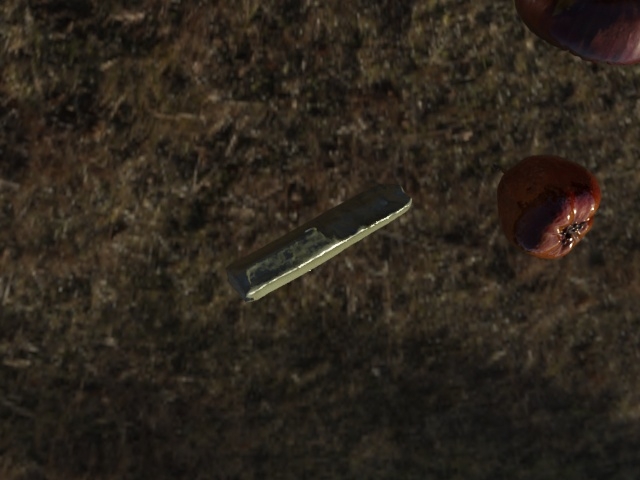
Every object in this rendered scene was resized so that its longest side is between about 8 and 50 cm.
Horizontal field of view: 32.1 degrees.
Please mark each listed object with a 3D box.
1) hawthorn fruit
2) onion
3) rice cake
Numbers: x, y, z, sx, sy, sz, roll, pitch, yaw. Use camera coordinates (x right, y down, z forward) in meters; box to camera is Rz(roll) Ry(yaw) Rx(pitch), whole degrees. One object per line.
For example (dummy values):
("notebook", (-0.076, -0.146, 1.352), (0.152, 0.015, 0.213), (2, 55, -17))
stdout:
("hawthorn fruit", (0.432, -0.090, 2.221), (0.207, 0.243, 0.207), (-25, 141, -22))
("onion", (0.399, -0.347, 1.571), (0.248, 0.248, 0.161), (2, 113, -4))
("rice cake", (0.000, 0.000, 1.305), (0.057, 0.256, 0.052), (-3, 113, 60))
